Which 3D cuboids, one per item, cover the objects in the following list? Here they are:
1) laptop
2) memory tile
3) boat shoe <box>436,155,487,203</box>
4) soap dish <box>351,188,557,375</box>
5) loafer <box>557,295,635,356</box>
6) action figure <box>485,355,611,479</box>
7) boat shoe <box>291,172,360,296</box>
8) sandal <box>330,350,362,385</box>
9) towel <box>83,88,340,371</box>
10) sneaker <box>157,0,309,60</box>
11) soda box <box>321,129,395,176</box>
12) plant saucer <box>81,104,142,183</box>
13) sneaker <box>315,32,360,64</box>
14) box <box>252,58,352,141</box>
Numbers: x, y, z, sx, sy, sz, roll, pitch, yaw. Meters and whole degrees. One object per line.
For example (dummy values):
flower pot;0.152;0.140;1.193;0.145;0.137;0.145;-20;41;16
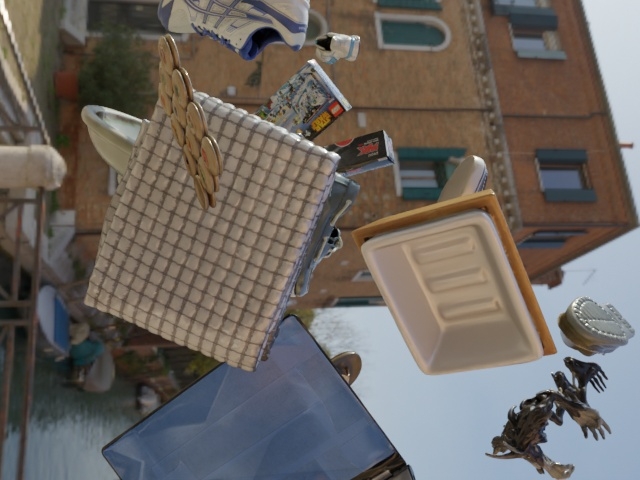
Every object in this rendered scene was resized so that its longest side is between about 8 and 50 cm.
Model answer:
laptop;-0.077;0.389;0.795;0.236;0.382;0.408;44;16;-34
memory tile;-0.129;-0.111;0.600;0.148;0.012;0.113;65;-21;13
boat shoe;0.331;-0.012;1.398;0.127;0.158;0.341;-96;-153;-69
soap dish;0.213;0.067;0.972;0.291;0.228;0.118;62;32;-21
loafer;0.434;0.152;0.993;0.087;0.251;0.094;-47;-123;22
action figure;0.393;0.307;1.030;0.141;0.275;0.164;44;-44;21
boat shoe;0.000;0.000;1.231;0.116;0.099;0.320;-89;-170;-50
sandal;0.016;0.319;1.348;0.060;0.219;0.090;13;-62;48
towel;-0.124;-0.017;0.740;0.121;0.235;0.284;-22;133;-79
sneaker;-0.166;-0.395;1.131;0.112;0.296;0.131;1;89;-71
soda box;0.058;-0.164;1.228;0.053;0.168;0.060;25;54;-65
plant saucer;-0.239;-0.105;1.097;0.101;0.400;0.400;-62;-164;9
sneaker;0.019;-0.459;1.455;0.190;0.082;0.071;-156;-106;-65
box;-0.031;-0.200;0.962;0.137;0.094;0.027;-35;-173;33
